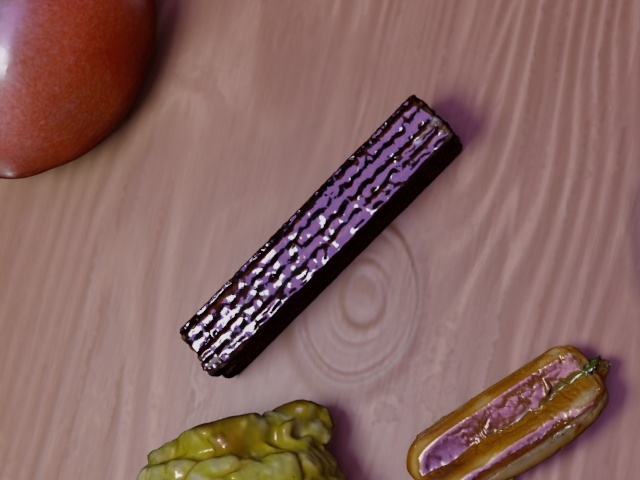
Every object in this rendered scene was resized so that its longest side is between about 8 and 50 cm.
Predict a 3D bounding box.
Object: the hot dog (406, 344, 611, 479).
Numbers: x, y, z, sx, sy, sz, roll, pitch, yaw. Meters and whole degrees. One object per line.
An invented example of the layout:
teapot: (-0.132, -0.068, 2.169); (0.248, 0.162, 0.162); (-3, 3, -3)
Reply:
hot dog: (0.212, 0.204, 1.658); (0.250, 0.076, 0.104); (-34, 60, 2)

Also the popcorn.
popcorn: (-0.080, 0.280, 1.643); (0.237, 0.206, 0.251); (11, 62, 25)

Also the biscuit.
biscuit: (0.000, 0.000, 1.697); (0.388, 0.107, 0.073); (-46, 78, 3)

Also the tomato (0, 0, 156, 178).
tomato: (-0.361, -0.246, 1.706); (0.342, 0.273, 0.341); (-1, 84, 10)
